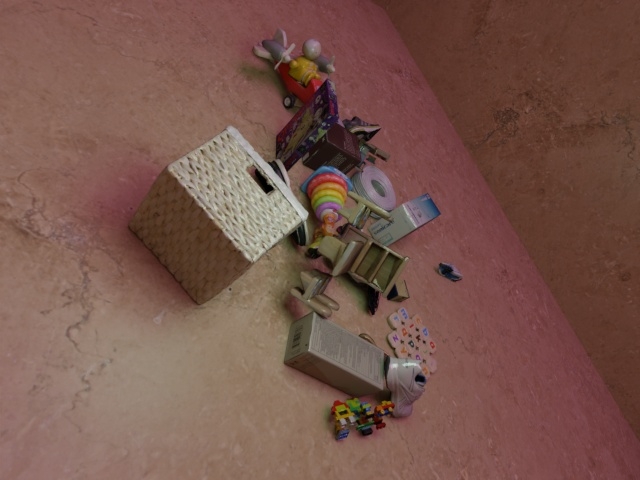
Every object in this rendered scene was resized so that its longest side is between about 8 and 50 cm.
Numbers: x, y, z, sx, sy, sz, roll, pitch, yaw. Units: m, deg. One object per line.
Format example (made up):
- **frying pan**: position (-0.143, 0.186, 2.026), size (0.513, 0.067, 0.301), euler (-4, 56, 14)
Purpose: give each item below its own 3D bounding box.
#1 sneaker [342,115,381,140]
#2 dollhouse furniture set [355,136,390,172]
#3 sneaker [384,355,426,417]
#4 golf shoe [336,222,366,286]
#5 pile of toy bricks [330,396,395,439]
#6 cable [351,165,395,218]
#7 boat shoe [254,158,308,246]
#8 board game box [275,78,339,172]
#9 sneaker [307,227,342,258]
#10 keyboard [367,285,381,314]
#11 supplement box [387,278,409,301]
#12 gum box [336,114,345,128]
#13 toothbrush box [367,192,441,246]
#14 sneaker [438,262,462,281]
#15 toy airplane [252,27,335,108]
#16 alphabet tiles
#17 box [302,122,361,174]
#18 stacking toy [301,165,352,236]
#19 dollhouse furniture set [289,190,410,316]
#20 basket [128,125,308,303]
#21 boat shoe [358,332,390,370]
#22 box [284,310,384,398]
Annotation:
- **sneaker**: position (0.218, -0.597, 2.274), size (0.300, 0.111, 0.121), euler (-20, 74, -54)
- **dollhouse furniture set**: position (0.220, -0.373, 1.983), size (0.183, 0.129, 0.129), euler (21, 17, -32)
- **sneaker**: position (0.289, 0.496, 1.434), size (0.111, 0.129, 0.297), euler (-80, 160, -47)
- **golf shoe**: position (0.142, 0.046, 1.698), size (0.105, 0.120, 0.273), euler (7, 59, -46)
- **pile of toy bricks**: position (0.114, 0.530, 1.336), size (0.212, 0.118, 0.105), euler (-2, 34, -30)
- **cable**: position (0.256, -0.232, 2.049), size (0.257, 0.089, 0.257), euler (-28, 84, -52)
- **boat shoe**: position (-0.144, -0.125, 1.534), size (0.113, 0.127, 0.340), euler (-17, 82, -21)
- **board game box**: position (-0.060, -0.428, 1.651), size (0.056, 0.347, 0.208), euler (26, 45, -28)
- **sneaker**: position (0.000, 0.000, 1.624), size (0.094, 0.081, 0.208), euler (50, 31, 8)
- **keyboard**: position (0.215, 0.199, 1.692), size (0.100, 0.038, 0.192), euler (65, 25, -43)
- **supplement box**: position (0.318, 0.207, 1.812), size (0.083, 0.056, 0.083), euler (15, 52, -39)
- **gum box**: position (0.071, -0.523, 2.094), size (0.107, 0.062, 0.189), euler (-5, 66, -48)
- **toothbrush box**: position (0.387, -0.091, 1.980), size (0.295, 0.216, 0.126), euler (-22, 79, -52)
- **sneaker**: position (0.654, 0.145, 2.218), size (0.190, 0.071, 0.083), euler (31, 37, -40)
- **toy airplane**: position (-0.105, -0.815, 1.955), size (0.384, 0.272, 0.386), euler (35, 42, -23)
- **alphabet tiles**: position (0.371, 0.414, 1.743), size (0.278, 0.021, 0.284), euler (-19, 77, -51)
- **box**: position (0.047, -0.396, 1.886), size (0.203, 0.168, 0.167), euler (23, 47, -35)
- **stacking toy**: position (0.029, -0.126, 1.647), size (0.175, 0.165, 0.302), euler (30, 38, -28)
- **dollhouse furniture set**: position (0.140, 0.072, 1.446), size (0.256, 0.362, 0.394), euler (32, 6, 11)
- **basket**: position (-0.282, -0.058, 1.166), size (0.328, 0.331, 0.266), euler (50, 44, -6)
- **boat shoe**: position (0.191, 0.409, 1.526), size (0.178, 0.064, 0.060), euler (45, 43, -3)
- **box**: position (0.052, 0.364, 1.358), size (0.311, 0.121, 0.148), euler (35, 41, -24)
